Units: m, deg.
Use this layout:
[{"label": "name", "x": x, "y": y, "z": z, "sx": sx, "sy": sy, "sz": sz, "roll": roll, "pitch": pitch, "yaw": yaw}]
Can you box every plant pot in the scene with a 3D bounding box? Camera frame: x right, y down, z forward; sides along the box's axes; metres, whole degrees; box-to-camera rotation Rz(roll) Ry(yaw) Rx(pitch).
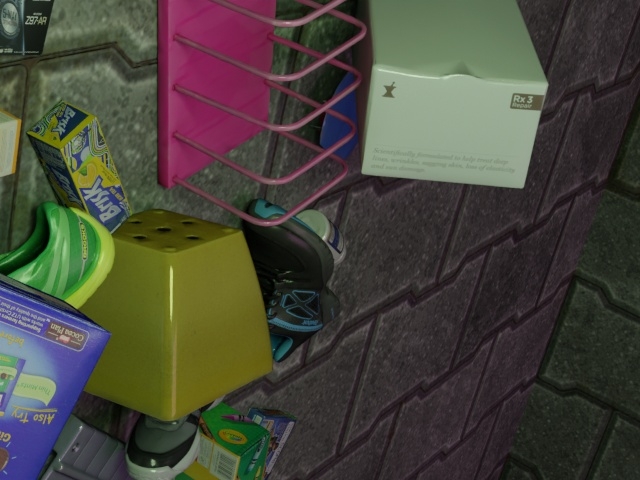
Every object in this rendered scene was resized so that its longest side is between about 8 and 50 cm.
[{"label": "plant pot", "x": -0.193, "y": 0.074, "z": 1.432, "sx": 0.212, "sy": 0.212, "sz": 0.187, "roll": -19, "pitch": 119, "yaw": -55}]

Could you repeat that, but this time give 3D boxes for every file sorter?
[{"label": "file sorter", "x": -0.063, "y": -0.194, "z": 1.421, "sx": 0.202, "sy": 0.182, "sz": 0.291, "roll": -38, "pitch": 145, "yaw": -42}]

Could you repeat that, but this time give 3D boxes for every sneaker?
[{"label": "sneaker", "x": -0.353, "y": 0.079, "z": 1.268, "sx": 0.123, "sy": 0.109, "sz": 0.295, "roll": 44, "pitch": 78, "yaw": -34}, {"label": "sneaker", "x": -0.199, "y": 0.201, "z": 1.615, "sx": 0.268, "sy": 0.101, "sz": 0.153, "roll": -61, "pitch": 158, "yaw": -55}, {"label": "sneaker", "x": -0.057, "y": 0.069, "z": 1.758, "sx": 0.140, "sy": 0.125, "sz": 0.341, "roll": -48, "pitch": 149, "yaw": -19}]

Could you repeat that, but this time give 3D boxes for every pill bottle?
[{"label": "pill bottle", "x": 0.000, "y": 0.000, "z": 1.860, "sx": 0.067, "sy": 0.067, "sz": 0.120, "roll": -59, "pitch": 154, "yaw": -7}]

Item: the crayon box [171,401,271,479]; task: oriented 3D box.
[{"label": "crayon box", "x": -0.181, "y": 0.371, "z": 1.768, "sx": 0.081, "sy": 0.165, "sz": 0.278, "roll": -30, "pitch": 140, "yaw": -49}]

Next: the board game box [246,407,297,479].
[{"label": "board game box", "x": -0.124, "y": 0.390, "z": 2.045, "sx": 0.201, "sy": 0.035, "sz": 0.136, "roll": -63, "pitch": 155, "yaw": 1}]

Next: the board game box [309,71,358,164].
[{"label": "board game box", "x": 0.029, "y": -0.194, "z": 1.770, "sx": 0.133, "sy": 0.033, "sz": 0.168, "roll": -66, "pitch": 160, "yaw": -5}]

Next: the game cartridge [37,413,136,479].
[{"label": "game cartridge", "x": -0.378, "y": 0.413, "z": 1.569, "sx": 0.355, "sy": 0.068, "sz": 0.230, "roll": -57, "pitch": 150, "yaw": -11}]

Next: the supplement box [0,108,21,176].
[{"label": "supplement box", "x": -0.347, "y": -0.090, "z": 1.158, "sx": 0.098, "sy": 0.036, "sz": 0.062, "roll": -24, "pitch": 135, "yaw": -53}]

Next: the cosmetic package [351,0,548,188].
[{"label": "cosmetic package", "x": 0.156, "y": -0.234, "z": 1.550, "sx": 0.385, "sy": 0.217, "sz": 0.156, "roll": -87, "pitch": -176, "yaw": -55}]

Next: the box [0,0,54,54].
[{"label": "box", "x": -0.300, "y": -0.215, "z": 1.145, "sx": 0.083, "sy": 0.018, "sz": 0.067, "roll": -14, "pitch": 127, "yaw": -58}]

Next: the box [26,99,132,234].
[{"label": "box", "x": -0.265, "y": -0.073, "z": 1.308, "sx": 0.059, "sy": 0.054, "sz": 0.169, "roll": -49, "pitch": 152, "yaw": -26}]

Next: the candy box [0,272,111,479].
[{"label": "candy box", "x": -0.397, "y": 0.169, "z": 1.118, "sx": 0.268, "sy": 0.122, "sz": 0.317, "roll": 30, "pitch": 86, "yaw": -41}]
